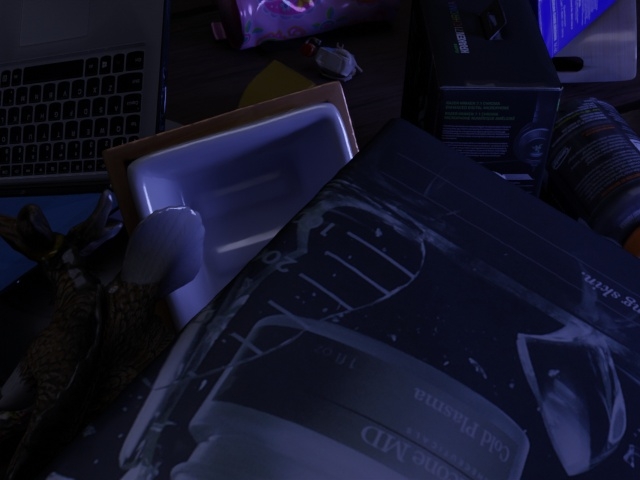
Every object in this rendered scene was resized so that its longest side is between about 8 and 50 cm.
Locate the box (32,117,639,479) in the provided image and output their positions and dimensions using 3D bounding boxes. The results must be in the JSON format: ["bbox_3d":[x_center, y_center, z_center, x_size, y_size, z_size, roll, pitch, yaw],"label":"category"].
[{"bbox_3d":[0.100,0.238,0.735,0.480,0.297,0.472,32,48,12],"label":"box"}]

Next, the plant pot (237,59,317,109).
[{"bbox_3d":[-0.058,-0.164,1.394,0.083,0.081,0.081,-37,54,-25],"label":"plant pot"}]

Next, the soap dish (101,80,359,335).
[{"bbox_3d":[-0.058,0.011,1.066,0.229,0.291,0.118,-18,18,-7],"label":"soap dish"}]

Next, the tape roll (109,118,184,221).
[{"bbox_3d":[-0.231,-0.060,1.307,0.219,0.072,0.219,1,40,-1],"label":"tape roll"}]

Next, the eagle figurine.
[{"bbox_3d":[-0.198,0.123,0.904,0.226,0.225,0.298,-2,60,-26],"label":"eagle figurine"}]

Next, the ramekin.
[{"bbox_3d":[-0.248,0.064,1.130,0.207,0.109,0.207,2,40,-2],"label":"ramekin"}]

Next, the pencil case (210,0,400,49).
[{"bbox_3d":[-0.022,-0.365,1.650,0.284,0.124,0.124,-16,44,-20],"label":"pencil case"}]

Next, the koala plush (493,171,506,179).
[{"bbox_3d":[0.188,0.058,1.076,0.203,0.221,0.196,-11,43,-16],"label":"koala plush"}]

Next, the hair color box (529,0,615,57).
[{"bbox_3d":[0.326,-0.386,1.583,0.185,0.110,0.339,20,48,36],"label":"hair color box"}]

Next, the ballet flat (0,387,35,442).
[{"bbox_3d":[-0.374,0.177,1.026,0.241,0.091,0.077,0,70,3],"label":"ballet flat"}]

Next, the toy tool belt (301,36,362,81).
[{"bbox_3d":[0.017,-0.261,1.587,0.083,0.052,0.051,27,14,22],"label":"toy tool belt"}]

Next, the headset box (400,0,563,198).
[{"bbox_3d":[0.171,-0.139,1.263,0.131,0.283,0.246,0,39,-3],"label":"headset box"}]

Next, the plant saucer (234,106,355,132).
[{"bbox_3d":[-0.039,-0.139,1.445,0.168,0.029,0.168,1,39,-1],"label":"plant saucer"}]

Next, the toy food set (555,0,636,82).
[{"bbox_3d":[0.366,-0.331,1.668,0.220,0.092,0.306,0,37,15],"label":"toy food set"}]

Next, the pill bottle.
[{"bbox_3d":[0.346,-0.052,1.287,0.130,0.130,0.245,-9,41,-13],"label":"pill bottle"}]

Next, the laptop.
[{"bbox_3d":[-0.377,-0.119,1.143,0.382,0.408,0.236,0,-5,36],"label":"laptop"}]
